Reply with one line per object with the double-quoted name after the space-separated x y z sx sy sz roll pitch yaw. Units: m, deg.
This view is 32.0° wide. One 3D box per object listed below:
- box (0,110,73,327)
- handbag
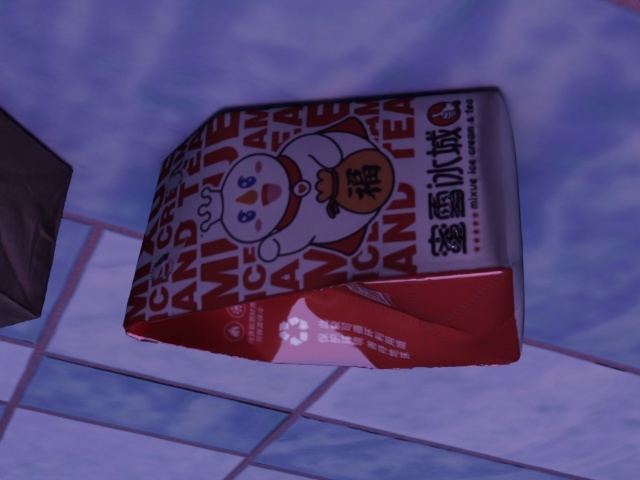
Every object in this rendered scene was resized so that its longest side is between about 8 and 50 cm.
-0.325 -0.037 0.827 0.148 0.155 0.231 -15 141 26 "box"
0.000 0.000 0.836 0.298 0.171 0.151 -3 147 9 "handbag"
